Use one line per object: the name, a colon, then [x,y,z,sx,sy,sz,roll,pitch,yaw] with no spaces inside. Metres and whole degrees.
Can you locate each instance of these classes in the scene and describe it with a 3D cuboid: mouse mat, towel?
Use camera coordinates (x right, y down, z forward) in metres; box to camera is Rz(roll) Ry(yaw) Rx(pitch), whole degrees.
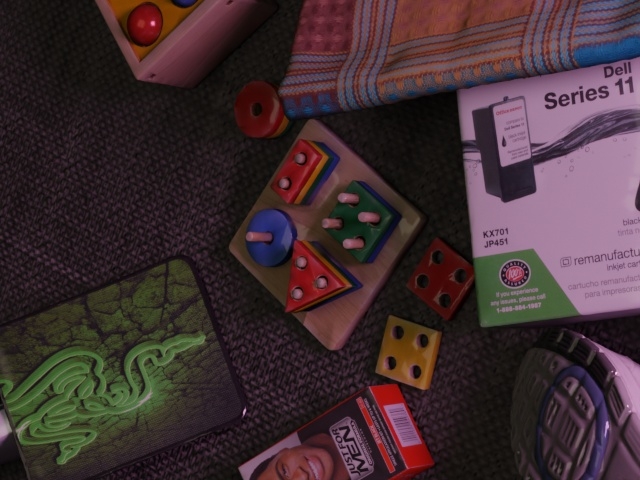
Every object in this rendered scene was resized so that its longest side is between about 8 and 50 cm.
mouse mat: [-0.169,0.110,1.375,0.189,0.007,0.153,-22,74,0]
towel: [0.145,-0.225,1.151,0.370,0.040,0.271,-8,58,34]

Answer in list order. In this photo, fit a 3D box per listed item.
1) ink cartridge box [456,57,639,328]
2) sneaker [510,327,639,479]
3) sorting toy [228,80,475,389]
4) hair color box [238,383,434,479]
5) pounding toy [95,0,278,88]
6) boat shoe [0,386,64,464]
ink cartridge box: [0.181,-0.051,1.150,0.153,0.087,0.208,-10,81,33]
sneaker: [0.234,0.156,1.096,0.297,0.129,0.111,43,114,48]
sorting toy: [0.000,0.000,1.297,0.274,0.046,0.132,44,112,27]
hair color box: [0.011,0.173,1.284,0.141,0.043,0.072,-36,70,29]
pounding toy: [-0.137,-0.209,1.367,0.130,0.100,0.141,-40,67,26]
boat shoe: [-0.326,0.156,1.485,0.301,0.108,0.102,-24,76,39]
